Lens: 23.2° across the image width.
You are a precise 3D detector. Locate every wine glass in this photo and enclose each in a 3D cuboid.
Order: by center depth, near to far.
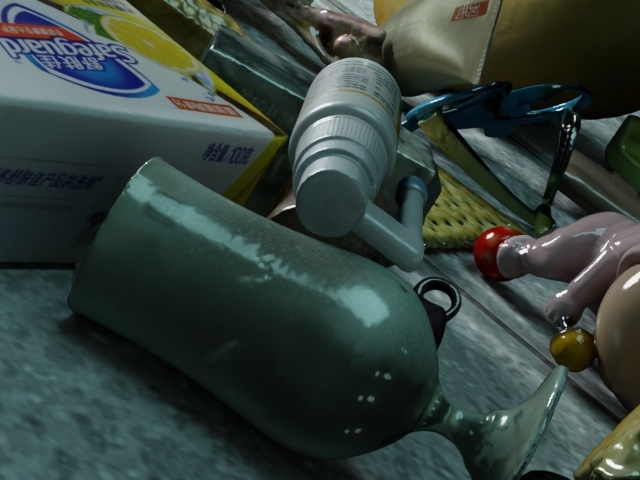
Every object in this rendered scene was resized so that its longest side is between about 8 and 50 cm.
[{"bbox_3d":[-0.004,0.050,0.760,0.231,0.103,0.103,30,18,4],"label":"wine glass"}]

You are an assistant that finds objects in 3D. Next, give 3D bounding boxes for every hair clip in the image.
[{"bbox_3d":[-0.039,-0.234,1.488,0.300,0.069,0.173,39,22,24],"label":"hair clip"}]

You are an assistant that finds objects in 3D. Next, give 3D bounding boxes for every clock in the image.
[{"bbox_3d":[0.438,-0.049,1.748,0.170,0.069,0.232,16,24,-38],"label":"clock"}]

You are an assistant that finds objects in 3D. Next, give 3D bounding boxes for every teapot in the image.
[{"bbox_3d":[0.039,0.052,0.868,0.045,0.068,0.100,35,59,22],"label":"teapot"}]

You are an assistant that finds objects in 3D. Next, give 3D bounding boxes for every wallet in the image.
[{"bbox_3d":[0.291,-0.033,1.531,0.152,0.039,0.118,34,21,-1],"label":"wallet"}]

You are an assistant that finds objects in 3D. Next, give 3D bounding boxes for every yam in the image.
[{"bbox_3d":[0.003,-0.001,0.942,0.084,0.084,0.127,30,21,-3],"label":"yam"}]

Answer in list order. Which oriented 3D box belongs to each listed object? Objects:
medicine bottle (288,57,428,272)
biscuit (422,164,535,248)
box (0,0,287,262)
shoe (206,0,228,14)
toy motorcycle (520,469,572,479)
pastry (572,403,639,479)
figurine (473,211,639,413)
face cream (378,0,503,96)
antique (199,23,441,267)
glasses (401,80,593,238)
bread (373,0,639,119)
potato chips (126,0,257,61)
[{"bbox_3d":[0.025,-0.042,0.878,0.092,0.061,0.221,38,17,-8],"label":"medicine bottle"},{"bbox_3d":[0.069,-0.033,1.219,0.139,0.016,0.231,40,20,25],"label":"biscuit"},{"bbox_3d":[-0.165,-0.070,0.826,0.168,0.097,0.265,41,21,30],"label":"box"},{"bbox_3d":[-0.099,-0.175,1.276,0.062,0.053,0.159,37,22,27],"label":"shoe"},{"bbox_3d":[0.170,0.180,0.722,0.213,0.082,0.122,36,18,19],"label":"toy motorcycle"},{"bbox_3d":[0.289,0.146,0.866,0.237,0.170,0.256,38,25,29],"label":"pastry"},{"bbox_3d":[0.245,0.057,1.110,0.287,0.186,0.176,23,-34,51],"label":"figurine"},{"bbox_3d":[0.113,-0.185,1.375,0.084,0.137,0.341,16,-3,-9],"label":"face cream"},{"bbox_3d":[-0.011,-0.058,1.042,0.183,0.088,0.086,28,16,-8],"label":"antique"},{"bbox_3d":[0.199,-0.075,1.384,0.207,0.102,0.239,44,29,26],"label":"glasses"},{"bbox_3d":[0.283,-0.274,1.696,0.376,0.348,0.253,4,47,-58],"label":"bread"},{"bbox_3d":[-0.199,-0.202,1.158,0.407,0.057,0.080,25,35,-17],"label":"potato chips"}]
